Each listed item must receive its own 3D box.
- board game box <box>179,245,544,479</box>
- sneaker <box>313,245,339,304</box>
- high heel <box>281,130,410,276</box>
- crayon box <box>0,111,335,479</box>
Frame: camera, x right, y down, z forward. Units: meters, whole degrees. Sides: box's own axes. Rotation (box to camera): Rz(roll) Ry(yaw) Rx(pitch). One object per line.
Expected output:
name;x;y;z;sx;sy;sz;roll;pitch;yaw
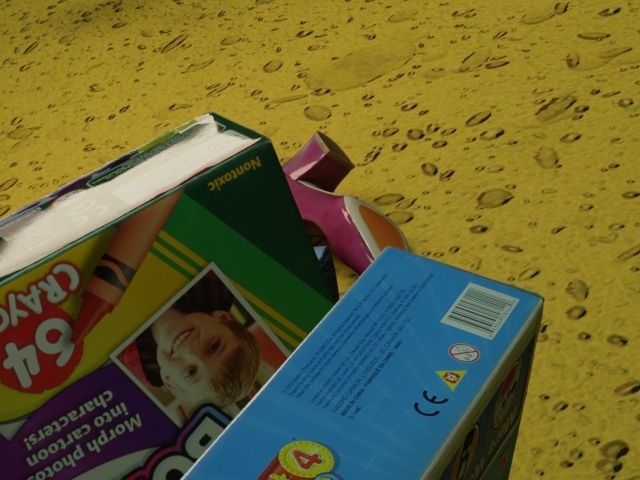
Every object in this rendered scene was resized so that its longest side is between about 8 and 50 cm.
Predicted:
board game box;-0.009;0.207;0.709;0.086;0.302;0.308;19;34;19
sneaker;-0.045;0.083;1.235;0.090;0.081;0.232;-3;33;16
high heel;0.000;0.000;1.390;0.117;0.082;0.244;-48;40;14
crayon box;-0.146;0.144;0.943;0.363;0.313;0.106;-30;26;-16
